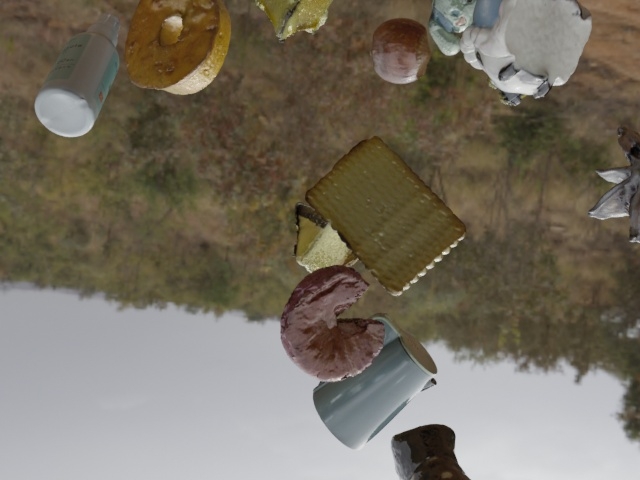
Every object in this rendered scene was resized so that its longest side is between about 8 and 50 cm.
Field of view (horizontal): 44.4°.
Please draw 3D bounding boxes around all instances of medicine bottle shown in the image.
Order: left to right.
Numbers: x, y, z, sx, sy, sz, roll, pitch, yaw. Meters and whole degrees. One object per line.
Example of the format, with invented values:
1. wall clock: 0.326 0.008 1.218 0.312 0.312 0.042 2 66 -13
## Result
1. medicine bottle: -0.456 -0.345 1.539 0.110 0.352 0.110 1 132 1

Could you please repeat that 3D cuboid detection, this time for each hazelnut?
1. hazelnut: 0.185 -0.440 1.828 0.143 0.154 0.143 -1 -139 0

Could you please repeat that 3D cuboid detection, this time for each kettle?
1. kettle: 0.105 0.287 1.666 0.211 0.243 0.160 48 -165 7

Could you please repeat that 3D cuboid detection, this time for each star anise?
1. star anise: 0.721 -0.111 1.641 0.139 0.360 0.316 24 129 -33

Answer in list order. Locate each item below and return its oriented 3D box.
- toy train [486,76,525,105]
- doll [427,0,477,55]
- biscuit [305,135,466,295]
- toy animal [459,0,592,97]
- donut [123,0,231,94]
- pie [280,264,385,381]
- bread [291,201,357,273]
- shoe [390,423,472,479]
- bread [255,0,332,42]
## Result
1. toy train: 0.382 -0.380 1.712 0.060 0.202 0.081 -36 169 28
2. doll: 0.261 -0.460 1.484 0.103 0.214 0.071 13 -160 -18
3. biscuit: 0.106 -0.046 1.327 0.254 0.172 0.029 50 -176 23
4. toy animal: 0.320 -0.346 1.275 0.208 0.204 0.156 11 -165 -39
5. donut: -0.310 -0.453 1.755 0.277 0.278 0.108 4 172 34
6. pie: 0.026 0.161 1.467 0.219 0.204 0.054 55 166 -20
7. bread: 0.000 0.000 1.660 0.147 0.127 0.152 41 -174 -44
8. shoe: 0.287 0.567 1.909 0.171 0.237 0.384 -13 177 -8
9. bread: -0.040 -0.488 1.639 0.169 0.140 0.160 19 -151 -23
